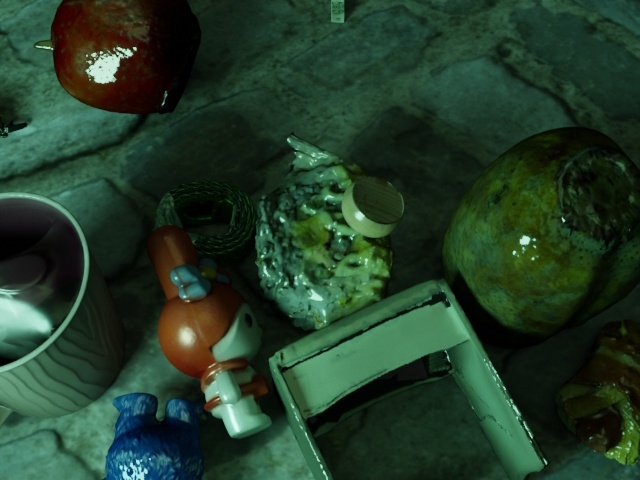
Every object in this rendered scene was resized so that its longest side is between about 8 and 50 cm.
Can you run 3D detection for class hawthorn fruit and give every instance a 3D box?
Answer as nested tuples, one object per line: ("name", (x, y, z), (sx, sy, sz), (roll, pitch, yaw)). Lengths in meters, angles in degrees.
("hawthorn fruit", (-0.304, -0.292, 1.324), (0.249, 0.215, 0.215), (-3, 65, 6))

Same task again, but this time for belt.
("belt", (-0.165, -0.027, 1.260), (0.151, 0.079, 0.121), (7, 66, 3))

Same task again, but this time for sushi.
("sushi", (0.000, 0.000, 1.218), (0.184, 0.139, 0.274), (-3, 62, -5))

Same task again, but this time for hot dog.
("hot dog", (0.403, 0.189, 1.156), (0.146, 0.103, 0.213), (30, 67, 13))

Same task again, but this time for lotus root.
("lotus root", (0.284, -0.003, 1.120), (0.250, 0.346, 0.250), (2, 71, -6))

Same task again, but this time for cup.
("cup", (-0.367, 0.123, 1.082), (0.208, 0.273, 0.288), (2, 66, 0))

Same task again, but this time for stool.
("stool", (0.098, 0.226, 1.099), (0.243, 0.170, 0.270), (-24, 68, -10))

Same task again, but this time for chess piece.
("chess piece", (0.069, -0.044, 1.151), (0.083, 0.038, 0.084), (11, 55, -16))

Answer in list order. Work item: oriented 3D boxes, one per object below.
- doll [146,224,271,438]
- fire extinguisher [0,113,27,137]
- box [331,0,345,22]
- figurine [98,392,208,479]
("doll", (-0.147, 0.116, 1.149), (0.130, 0.161, 0.290), (-24, 76, -1))
("fire extinguisher", (-0.544, -0.187, 1.348), (0.177, 0.050, 0.062), (13, 27, 4))
("box", (0.030, -0.402, 1.433), (0.024, 0.083, 0.054), (1, 65, 1))
("figurine", (-0.206, 0.314, 1.080), (0.164, 0.121, 0.262), (-9, 68, -9))
